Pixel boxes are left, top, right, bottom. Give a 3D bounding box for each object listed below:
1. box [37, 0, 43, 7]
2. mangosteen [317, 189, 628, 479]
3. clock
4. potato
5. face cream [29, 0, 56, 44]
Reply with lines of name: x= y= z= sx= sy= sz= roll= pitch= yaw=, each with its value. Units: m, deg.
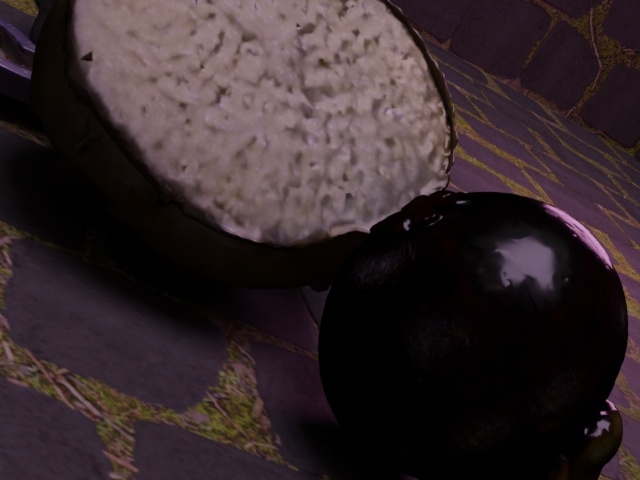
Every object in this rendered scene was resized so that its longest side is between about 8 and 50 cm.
box: x=-0.326 y=-0.335 z=2.035 sx=0.229 sy=0.041 sz=0.162 roll=20 pitch=22 yaw=-34
mangosteen: x=0.162 y=0.121 z=1.271 sx=0.347 sy=0.307 sz=0.307 roll=62 pitch=14 yaw=-11
clock: x=-0.386 y=-0.207 z=1.547 sx=0.198 sy=0.064 sz=0.172 roll=36 pitch=18 yaw=11
potato: x=-0.108 y=-0.117 z=1.454 sx=0.442 sy=0.319 sz=0.385 roll=37 pitch=59 yaw=-7
face cream: x=-0.289 y=-0.332 z=1.836 sx=0.175 sy=0.195 sz=0.175 roll=30 pitch=19 yaw=-11
